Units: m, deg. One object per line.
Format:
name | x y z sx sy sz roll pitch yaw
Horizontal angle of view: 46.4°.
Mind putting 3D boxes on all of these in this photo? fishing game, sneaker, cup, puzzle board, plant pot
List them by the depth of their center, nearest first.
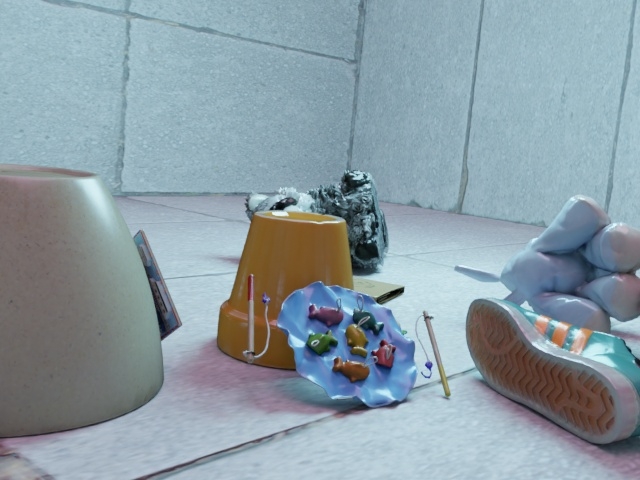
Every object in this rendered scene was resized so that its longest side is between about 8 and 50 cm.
cup | -0.334 0.039 0.823 0.331 0.236 0.331 5 7 -1
fishing game | 0.037 0.116 0.894 0.264 0.041 0.189 16 39 -16
sneaker | 0.296 0.152 0.914 0.121 0.108 0.302 2 17 -25
puzzle board | -0.216 0.061 0.925 0.011 0.128 0.096 -18 -11 -37
plant pot | -0.035 0.058 1.039 0.205 0.187 0.205 5 8 -1

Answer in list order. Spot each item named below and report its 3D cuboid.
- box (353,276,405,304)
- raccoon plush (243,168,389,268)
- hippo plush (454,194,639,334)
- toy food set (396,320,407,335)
box | 0.045 0.090 1.460 0.201 0.021 0.164 8 8 24
raccoon plush | 0.000 0.000 1.793 0.299 0.216 0.446 -7 -24 10
hippo plush | 0.445 0.087 1.293 0.294 0.234 0.237 -35 -31 22
toy food set | 0.091 0.138 1.149 0.083 0.020 0.082 3 8 -14
